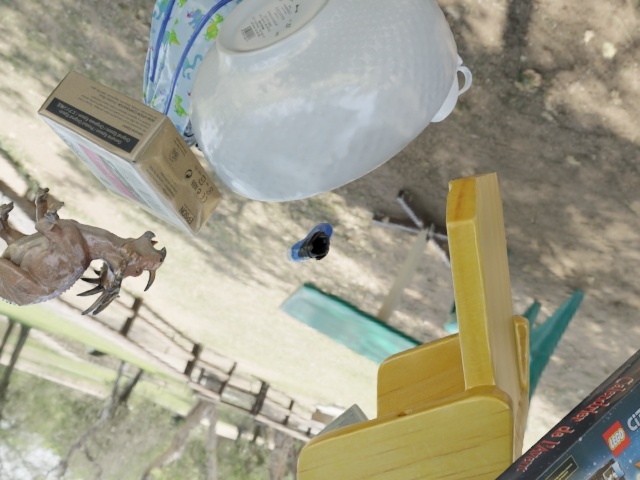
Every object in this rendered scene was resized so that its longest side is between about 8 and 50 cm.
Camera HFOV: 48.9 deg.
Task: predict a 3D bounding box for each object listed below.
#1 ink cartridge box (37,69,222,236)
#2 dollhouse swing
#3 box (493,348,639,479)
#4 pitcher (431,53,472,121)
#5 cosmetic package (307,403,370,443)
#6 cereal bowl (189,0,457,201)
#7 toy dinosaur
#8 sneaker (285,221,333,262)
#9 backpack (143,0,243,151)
[{"bbox_3d":[-0.276,-0.123,1.055,0.193,0.088,0.235,26,163,24],"label":"ink cartridge box"},{"bbox_3d":[0.097,0.118,0.812,0.315,0.305,0.347,-22,180,21],"label":"dollhouse swing"},{"bbox_3d":[0.250,0.207,0.563,0.159,0.233,0.044,60,156,-1],"label":"box"},{"bbox_3d":[0.353,-0.434,2.002,0.177,0.207,0.125,28,160,-29],"label":"pitcher"},{"bbox_3d":[0.103,0.508,1.514,0.129,0.153,0.296,54,178,-26],"label":"cosmetic package"},{"bbox_3d":[-0.018,-0.215,0.829,0.338,0.339,0.141,4,144,36],"label":"cereal bowl"},{"bbox_3d":[-0.398,0.040,1.041,0.295,0.127,0.200,-20,117,8],"label":"toy dinosaur"},{"bbox_3d":[0.000,0.001,1.525,0.084,0.152,0.058,-9,107,43],"label":"sneaker"},{"bbox_3d":[-0.242,-0.391,1.517,0.273,0.290,0.355,52,149,-1],"label":"backpack"}]
